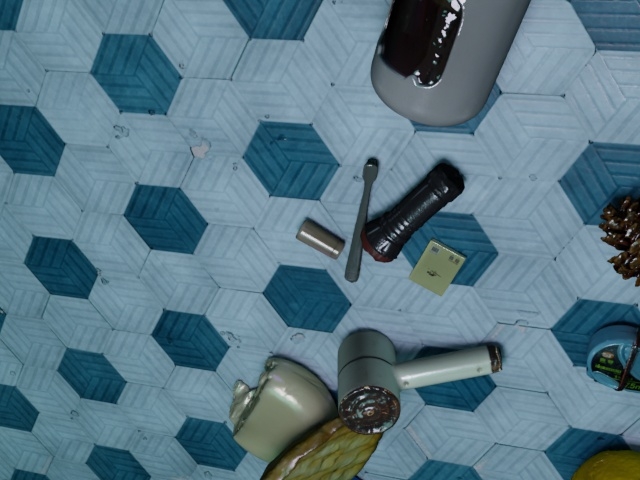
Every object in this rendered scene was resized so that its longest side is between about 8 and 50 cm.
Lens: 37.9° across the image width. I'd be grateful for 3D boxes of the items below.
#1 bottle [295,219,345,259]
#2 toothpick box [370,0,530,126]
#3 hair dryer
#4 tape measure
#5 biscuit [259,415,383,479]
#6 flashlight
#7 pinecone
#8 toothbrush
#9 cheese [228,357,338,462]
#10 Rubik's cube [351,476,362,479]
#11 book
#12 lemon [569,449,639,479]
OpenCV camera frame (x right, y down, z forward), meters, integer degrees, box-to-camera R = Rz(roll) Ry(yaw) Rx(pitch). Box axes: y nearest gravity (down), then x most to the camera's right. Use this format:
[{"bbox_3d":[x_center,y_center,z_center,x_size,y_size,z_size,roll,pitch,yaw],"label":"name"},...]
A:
[{"bbox_3d":[0.000,0.000,1.880,0.096,0.045,0.045,31,128,-2],"label":"bottle"},{"bbox_3d":[0.207,-0.323,1.492,0.229,0.229,0.316,22,129,7],"label":"toothpick box"},{"bbox_3d":[0.213,0.267,1.908,0.362,0.203,0.128,-12,118,7],"label":"hair dryer"},{"bbox_3d":[0.572,0.226,1.779,0.125,0.081,0.146,13,125,10],"label":"tape measure"},{"bbox_3d":[0.007,0.491,2.072,0.078,0.329,0.335,51,168,31],"label":"biscuit"},{"bbox_3d":[0.175,-0.054,1.755,0.093,0.093,0.232,41,122,-8],"label":"flashlight"},{"bbox_3d":[0.555,-0.006,1.592,0.174,0.173,0.173,11,125,15],"label":"pinecone"},{"bbox_3d":[0.080,-0.033,1.837,0.030,0.030,0.297,11,127,4],"label":"toothbrush"},{"bbox_3d":[-0.095,0.391,2.131,0.233,0.127,0.266,36,125,0],"label":"cheese"},{"bbox_3d":[0.025,0.654,2.233,0.162,0.160,0.163,37,127,-4],"label":"Rubik's cube"},{"bbox_3d":[0.230,0.054,1.843,0.077,0.014,0.111,29,127,3],"label":"book"},{"bbox_3d":[0.612,0.553,1.893,0.229,0.228,0.253,10,126,16],"label":"lemon"}]
